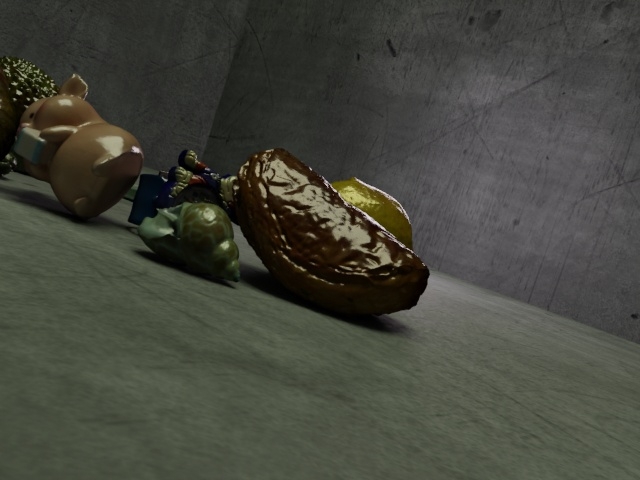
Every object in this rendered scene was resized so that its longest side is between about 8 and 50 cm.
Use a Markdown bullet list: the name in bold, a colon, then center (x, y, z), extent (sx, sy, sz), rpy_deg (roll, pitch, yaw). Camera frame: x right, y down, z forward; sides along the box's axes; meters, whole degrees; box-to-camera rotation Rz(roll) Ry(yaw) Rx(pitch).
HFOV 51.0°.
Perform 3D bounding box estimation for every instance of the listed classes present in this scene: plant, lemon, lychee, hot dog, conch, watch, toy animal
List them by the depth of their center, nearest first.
- **conch**: center (-0.196, -0.005, 1.042), extent (0.173, 0.106, 0.116), rpy_deg (0, 22, 14)
- **hot dog**: center (0.000, 0.000, 1.154), extent (0.387, 0.174, 0.267), rpy_deg (40, 7, 19)
- **toy animal**: center (-0.454, -0.160, 1.229), extent (0.256, 0.195, 0.213), rpy_deg (37, 19, 11)
- **watch**: center (-0.255, -0.062, 1.274), extent (0.196, 0.171, 0.200), rpy_deg (29, -14, -33)
- **plant**: center (-0.671, -0.166, 1.341), extent (0.085, 0.087, 0.174), rpy_deg (-7, -5, 9)
- **lemon**: center (0.078, -0.014, 1.487), extent (0.288, 0.233, 0.233), rpy_deg (18, 3, -21)
- **lychee**: center (-0.834, -0.353, 1.873), extent (0.270, 0.320, 0.270), rpy_deg (-6, -5, -1)

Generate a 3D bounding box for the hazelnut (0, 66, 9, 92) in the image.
- **hazelnut**: center (-0.917, -0.390, 1.580), extent (0.315, 0.372, 0.372), rpy_deg (-22, -18, 28)

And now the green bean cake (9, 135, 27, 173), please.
- **green bean cake**: center (-0.678, -0.197, 1.677), extent (0.185, 0.094, 0.183), rpy_deg (22, 2, -15)

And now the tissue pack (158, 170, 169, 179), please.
- **tissue pack**: center (-0.403, -0.147, 2.158), extent (0.246, 0.092, 0.148), rpy_deg (17, 3, -7)

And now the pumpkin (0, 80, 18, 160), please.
- **pumpkin**: center (-0.640, -0.236, 1.159), extent (0.189, 0.260, 0.260), rpy_deg (-20, -11, 20)

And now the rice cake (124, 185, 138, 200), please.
- **rice cake**: center (-0.446, -0.107, 1.773), extent (0.222, 0.042, 0.080), rpy_deg (19, 5, 32)
